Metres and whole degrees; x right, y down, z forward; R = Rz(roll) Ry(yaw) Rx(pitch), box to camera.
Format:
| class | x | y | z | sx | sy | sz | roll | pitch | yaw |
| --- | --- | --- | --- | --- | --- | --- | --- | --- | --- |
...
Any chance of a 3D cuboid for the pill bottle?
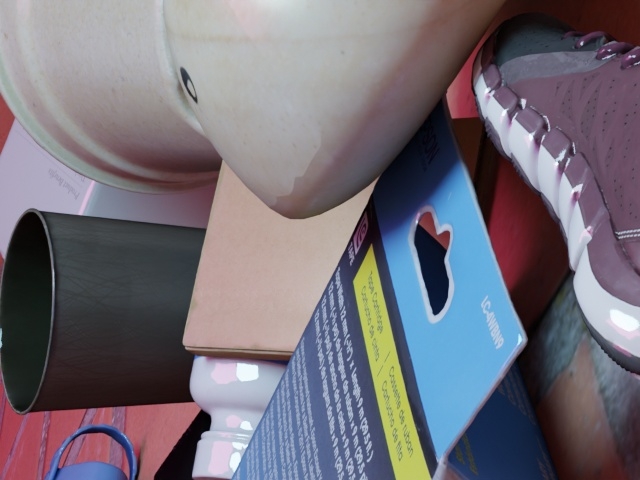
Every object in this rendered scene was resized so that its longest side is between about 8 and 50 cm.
| class | x | y | z | sx | sy | sz | roll | pitch | yaw |
| --- | --- | --- | --- | --- | --- | --- | --- | --- | --- |
| pill bottle | -0.023 | 0.069 | 1.128 | 0.124 | 0.124 | 0.221 | 148 | 135 | -68 |

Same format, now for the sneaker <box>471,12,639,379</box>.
| class | x | y | z | sx | sy | sz | roll | pitch | yaw |
| --- | --- | --- | --- | --- | --- | --- | --- | --- | --- |
| sneaker | 0.166 | -0.064 | 0.685 | 0.162 | 0.106 | 0.281 | -56 | 28 | 25 |

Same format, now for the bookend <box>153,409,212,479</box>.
| class | x | y | z | sx | sy | sz | roll | pitch | yaw |
| --- | --- | --- | --- | --- | --- | --- | --- | --- | --- |
| bookend | -0.091 | 0.238 | 1.291 | 0.156 | 0.072 | 0.157 | 125 | 155 | -52 |

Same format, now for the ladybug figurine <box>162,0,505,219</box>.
| class | x | y | z | sx | sy | sz | roll | pitch | yaw |
| --- | --- | --- | --- | --- | --- | --- | --- | --- | --- |
| ladybug figurine | 0.038 | -0.200 | 0.927 | 0.305 | 0.162 | 0.449 | -54 | 5 | 40 |

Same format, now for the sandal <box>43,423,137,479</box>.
| class | x | y | z | sx | sy | sz | roll | pitch | yaw |
| --- | --- | --- | --- | --- | --- | --- | --- | --- | --- |
| sandal | -0.257 | 0.299 | 1.735 | 0.138 | 0.126 | 0.317 | -66 | 18 | 12 |

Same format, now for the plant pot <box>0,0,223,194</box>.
| class | x | y | z | sx | sy | sz | roll | pitch | yaw |
| --- | --- | --- | --- | --- | --- | --- | --- | --- | --- |
| plant pot | -0.076 | -0.185 | 1.284 | 0.305 | 0.334 | 0.334 | 19 | 93 | 64 |

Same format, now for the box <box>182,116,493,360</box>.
| class | x | y | z | sx | sy | sz | roll | pitch | yaw |
| --- | --- | --- | --- | --- | --- | --- | --- | --- | --- |
| box | 0.010 | -0.001 | 1.045 | 0.201 | 0.021 | 0.164 | 0 | 70 | 33 |

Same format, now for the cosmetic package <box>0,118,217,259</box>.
| class | x | y | z | sx | sy | sz | roll | pitch | yaw |
| --- | --- | --- | --- | --- | --- | --- | --- | --- | --- |
| cosmetic package | -0.178 | -0.163 | 1.661 | 0.230 | 0.161 | 0.453 | 36 | 106 | 52 |

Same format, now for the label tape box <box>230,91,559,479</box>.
| class | x | y | z | sx | sy | sz | roll | pitch | yaw |
| --- | --- | --- | --- | --- | --- | --- | --- | --- | --- |
| label tape box | 0.048 | 0.131 | 0.846 | 0.249 | 0.115 | 0.347 | -101 | 34 | -58 |

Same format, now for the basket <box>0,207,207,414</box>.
| class | x | y | z | sx | sy | sz | roll | pitch | yaw |
| --- | --- | --- | --- | --- | --- | --- | --- | --- | --- |
| basket | -0.119 | 0.057 | 1.240 | 0.204 | 0.227 | 0.154 | 152 | 118 | -66 |
